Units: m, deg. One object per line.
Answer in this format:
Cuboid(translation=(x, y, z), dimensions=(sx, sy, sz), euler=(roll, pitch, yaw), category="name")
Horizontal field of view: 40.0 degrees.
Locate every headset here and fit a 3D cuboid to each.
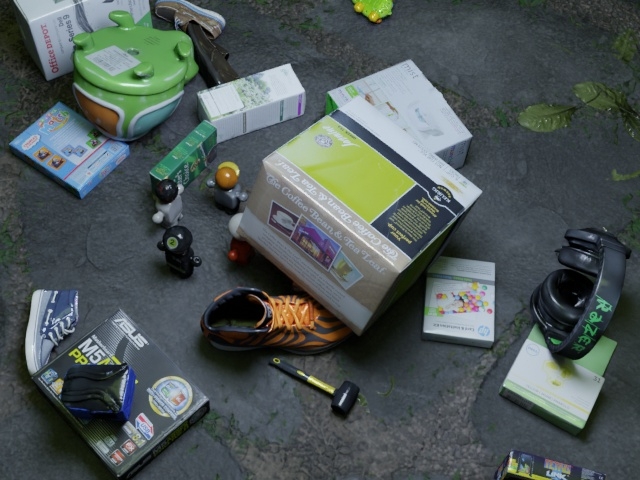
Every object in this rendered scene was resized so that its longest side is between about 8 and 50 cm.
Cuboid(translation=(0.543, 0.084, 1.754), dimensions=(0.185, 0.243, 0.394), euler=(20, 29, -2), category="headset")

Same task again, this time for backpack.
Cuboid(translation=(-0.400, 0.279, 1.578), dimensions=(0.120, 0.101, 0.098), euler=(3, 56, 3), category="backpack")

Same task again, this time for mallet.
Cuboid(translation=(-0.011, 0.267, 1.723), dimensions=(0.190, 0.039, 0.062), euler=(32, 61, 20), category="mallet")

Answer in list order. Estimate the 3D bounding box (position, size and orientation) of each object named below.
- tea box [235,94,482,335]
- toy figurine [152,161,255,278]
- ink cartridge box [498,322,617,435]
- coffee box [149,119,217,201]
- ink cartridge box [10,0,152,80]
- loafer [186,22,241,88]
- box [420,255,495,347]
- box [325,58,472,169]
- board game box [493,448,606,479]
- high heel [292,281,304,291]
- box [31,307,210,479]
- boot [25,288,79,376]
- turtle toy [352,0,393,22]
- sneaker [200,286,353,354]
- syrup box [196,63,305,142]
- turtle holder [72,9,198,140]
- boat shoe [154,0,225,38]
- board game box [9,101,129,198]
Cuboid(translation=(0.075, -0.056, 1.714), dimensions=(0.329, 0.220, 0.323), euler=(40, 47, 13), category="tea box")
Cuboid(translation=(-0.242, -0.045, 1.832), dimensions=(0.213, 0.148, 0.209), euler=(-11, 60, -10), category="toy figurine")
Cuboid(translation=(0.483, 0.247, 1.755), dimensions=(0.171, 0.056, 0.235), euler=(28, 63, 14), category="ink cartridge box")
Cuboid(translation=(-0.298, -0.167, 1.926), dimensions=(0.040, 0.113, 0.184), euler=(34, 61, 13), category="coffee box")
Cuboid(translation=(-0.557, -0.529, 2.075), dimensions=(0.289, 0.211, 0.121), euler=(-27, 65, -17), category="ink cartridge box")
Cuboid(translation=(-0.260, -0.438, 2.122), dimensions=(0.078, 0.080, 0.220), euler=(-20, 69, -23), category="loafer")
Cuboid(translation=(0.287, 0.125, 1.826), dimensions=(0.145, 0.038, 0.186), euler=(8, 59, 2), category="box")
Cuboid(translation=(0.173, -0.255, 2.001), dimensions=(0.231, 0.127, 0.262), euler=(-25, 63, -18), category="box")
Cuboid(translation=(0.407, 0.439, 1.578), dimensions=(0.170, 0.141, 0.048), euler=(15, 60, 5), category="board game box")
Cuboid(translation=(0.000, 0.000, 1.851), dimensions=(0.261, 0.093, 0.186), euler=(-29, 65, -32), category="high heel")
Cuboid(translation=(-0.378, 0.290, 1.667), dimensions=(0.216, 0.060, 0.270), euler=(-39, 68, -23), category="box")
Cuboid(translation=(-0.523, 0.175, 1.723), dimensions=(0.086, 0.069, 0.190), euler=(-4, 57, -3), category="boot")
Cuboid(translation=(0.132, -0.610, 2.252), dimensions=(0.130, 0.066, 0.095), euler=(38, 87, 21), category="turtle toy")
Cuboid(translation=(-0.072, 0.153, 1.690), dimensions=(0.321, 0.180, 0.124), euler=(-8, 75, -5), category="sneaker")
Cuboid(translation=(-0.160, -0.317, 2.035), dimensions=(0.237, 0.096, 0.093), euler=(-20, 64, -16), category="syrup box")
Cuboid(translation=(-0.418, -0.369, 1.970), dimensions=(0.243, 0.227, 0.320), euler=(14, 41, -3), category="turtle holder")
Cuboid(translation=(-0.333, -0.550, 2.186), dimensions=(0.183, 0.066, 0.066), euler=(15, 60, 6), category="boat shoe")
Cuboid(translation=(-0.563, -0.206, 1.974), dimensions=(0.211, 0.039, 0.160), euler=(33, 62, 15), category="board game box")
